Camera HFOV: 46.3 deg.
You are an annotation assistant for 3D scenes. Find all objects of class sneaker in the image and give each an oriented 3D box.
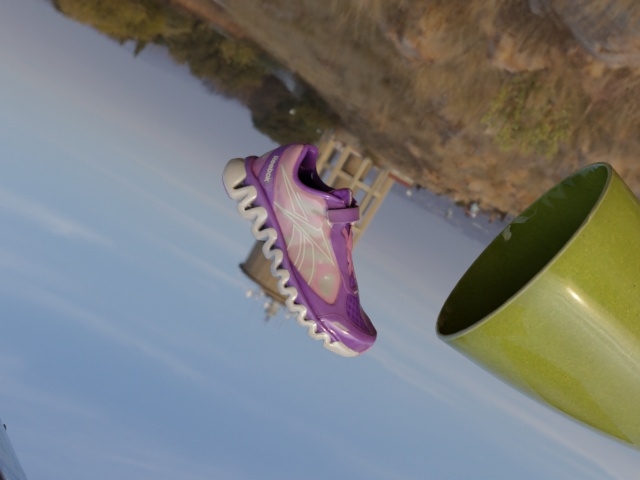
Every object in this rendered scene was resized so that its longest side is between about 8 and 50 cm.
[{"bbox_3d":[0.000,0.000,0.746,0.236,0.104,0.095,61,-165,6],"label":"sneaker"}]

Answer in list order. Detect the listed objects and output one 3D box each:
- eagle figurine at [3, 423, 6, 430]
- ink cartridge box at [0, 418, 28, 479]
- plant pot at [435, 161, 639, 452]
[{"bbox_3d":[-0.640,0.388,1.185,0.226,0.298,0.225,39,-146,-77],"label":"eagle figurine"},{"bbox_3d":[-0.314,0.176,0.659,0.311,0.065,0.186,54,156,29],"label":"ink cartridge box"},{"bbox_3d":[0.333,0.109,0.864,0.293,0.275,0.275,43,-175,-2],"label":"plant pot"}]
